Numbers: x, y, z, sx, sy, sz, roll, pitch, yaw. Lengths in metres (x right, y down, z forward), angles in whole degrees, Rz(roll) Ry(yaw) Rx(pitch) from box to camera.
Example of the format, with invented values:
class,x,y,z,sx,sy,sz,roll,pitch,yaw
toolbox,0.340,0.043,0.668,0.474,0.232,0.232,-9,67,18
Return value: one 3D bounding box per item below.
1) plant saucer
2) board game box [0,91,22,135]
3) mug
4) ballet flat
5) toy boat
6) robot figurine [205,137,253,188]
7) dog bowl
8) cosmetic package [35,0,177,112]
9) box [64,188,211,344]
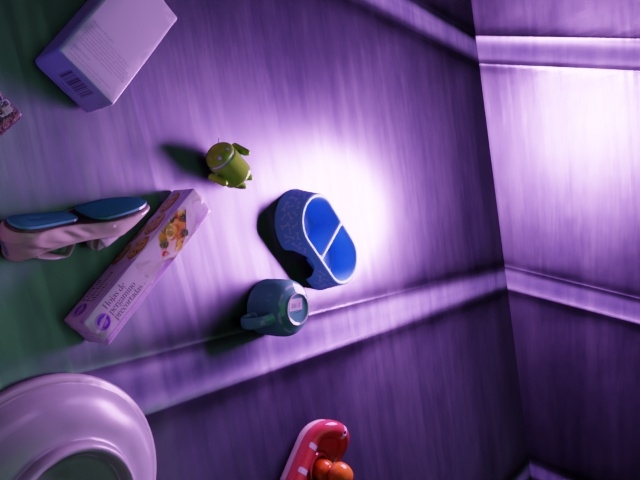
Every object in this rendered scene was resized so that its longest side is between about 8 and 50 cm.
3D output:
class,x,y,z,sx,sy,sz,roll,pitch,yaw
plant saucer,-0.399,0.411,0.859,0.400,0.100,0.400,3,86,-53
board game box,-0.521,-0.083,0.605,0.141,0.232,0.291,55,50,-36
mug,-0.092,0.161,1.261,0.129,0.097,0.157,55,49,-36
ballet flat,-0.391,-0.016,0.910,0.248,0.086,0.086,-16,102,-50
toy boat,0.012,0.546,1.341,0.151,0.151,0.231,52,51,-38
robot figurine,-0.190,-0.155,1.167,0.101,0.067,0.115,-56,131,-21
dog bowl,0.000,0.000,1.404,0.297,0.074,0.166,56,48,-34
cosmetic package,-0.354,-0.341,0.949,0.117,0.085,0.231,51,50,-39
box,-0.314,0.035,1.004,0.063,0.067,0.324,57,49,-33
